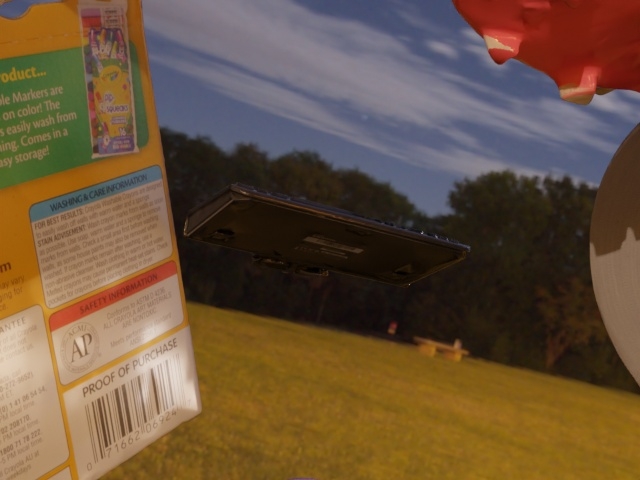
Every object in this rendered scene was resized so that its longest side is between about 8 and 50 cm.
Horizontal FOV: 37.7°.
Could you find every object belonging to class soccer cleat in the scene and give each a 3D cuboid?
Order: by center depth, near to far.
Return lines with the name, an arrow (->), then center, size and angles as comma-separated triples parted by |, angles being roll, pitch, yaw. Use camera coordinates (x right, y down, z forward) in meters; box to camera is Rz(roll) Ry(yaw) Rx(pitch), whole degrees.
soccer cleat -> 0.161, -0.104, 0.374 | 0.248, 0.095, 0.083 | 6, -17, -19

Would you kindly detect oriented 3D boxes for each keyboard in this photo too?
keyboard -> 0.000, 0.000, 0.629 | 0.180, 0.023, 0.108 | 14, -26, -28

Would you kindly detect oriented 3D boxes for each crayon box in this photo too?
crayon box -> -0.183, -0.008, 0.553 | 0.083, 0.322, 0.203 | 6, 19, 33

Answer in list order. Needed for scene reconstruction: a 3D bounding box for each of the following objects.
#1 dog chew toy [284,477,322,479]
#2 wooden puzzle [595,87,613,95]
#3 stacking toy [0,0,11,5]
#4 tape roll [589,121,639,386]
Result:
dog chew toy -> 0.038, 0.468, 1.255 | 0.332, 0.206, 0.206 | 37, -3, -4
wooden puzzle -> 0.225, -0.156, 0.776 | 0.014, 0.078, 0.116 | -22, 8, 8
stacking toy -> -0.348, -0.514, 1.004 | 0.351, 0.479, 0.350 | -19, 16, 6
tape roll -> 0.259, 0.014, 0.512 | 0.072, 0.219, 0.219 | -14, 17, -35
